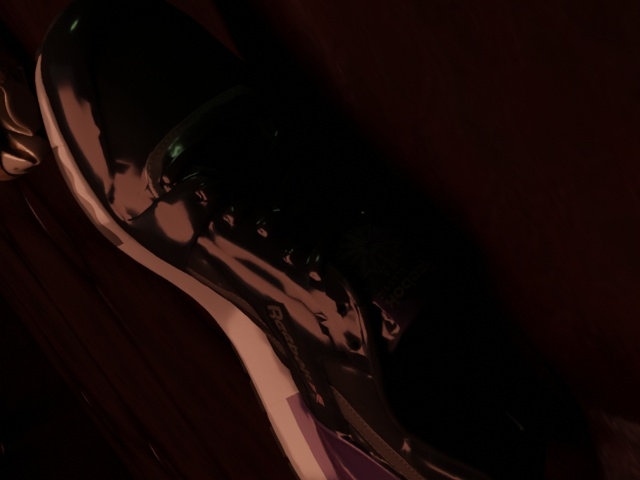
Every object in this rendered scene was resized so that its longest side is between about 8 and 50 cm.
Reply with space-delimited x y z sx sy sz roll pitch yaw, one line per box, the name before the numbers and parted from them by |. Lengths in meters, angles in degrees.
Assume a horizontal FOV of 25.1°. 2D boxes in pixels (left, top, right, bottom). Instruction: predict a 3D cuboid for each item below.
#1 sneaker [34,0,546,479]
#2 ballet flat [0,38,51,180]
sneaker | 0.000 0.000 0.611 0.283 0.107 0.124 53 151 -12
ballet flat | -0.254 -0.094 1.167 0.067 0.073 0.206 33 162 17
